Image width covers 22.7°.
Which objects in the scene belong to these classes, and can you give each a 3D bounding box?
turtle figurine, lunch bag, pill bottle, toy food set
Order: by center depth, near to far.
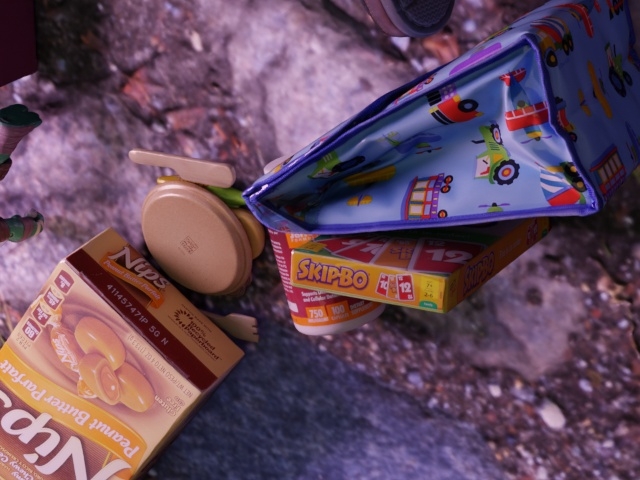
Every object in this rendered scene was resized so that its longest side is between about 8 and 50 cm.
[{"bbox_3d":[0.095,-0.078,1.232,0.293,0.221,0.138,-18,101,31],"label":"lunch bag"},{"bbox_3d":[0.000,0.000,1.394,0.086,0.086,0.152,-7,108,29],"label":"pill bottle"},{"bbox_3d":[-0.108,-0.004,1.484,0.132,0.038,0.192,13,127,28],"label":"toy food set"},{"bbox_3d":[-0.351,-0.029,1.523,0.175,0.118,0.234,13,116,-13],"label":"turtle figurine"}]

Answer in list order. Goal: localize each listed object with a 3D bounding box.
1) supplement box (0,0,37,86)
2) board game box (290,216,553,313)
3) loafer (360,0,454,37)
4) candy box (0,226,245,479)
[{"bbox_3d":[-0.367,-0.213,1.497,0.188,0.081,0.104,13,116,22],"label":"supplement box"},{"bbox_3d":[0.089,-0.001,1.247,0.124,0.259,0.039,10,105,24],"label":"board game box"},{"bbox_3d":[0.026,-0.303,1.257,0.095,0.109,0.302,-7,101,48],"label":"loafer"},{"bbox_3d":[-0.231,0.157,1.570,0.183,0.087,0.316,43,127,5],"label":"candy box"}]
